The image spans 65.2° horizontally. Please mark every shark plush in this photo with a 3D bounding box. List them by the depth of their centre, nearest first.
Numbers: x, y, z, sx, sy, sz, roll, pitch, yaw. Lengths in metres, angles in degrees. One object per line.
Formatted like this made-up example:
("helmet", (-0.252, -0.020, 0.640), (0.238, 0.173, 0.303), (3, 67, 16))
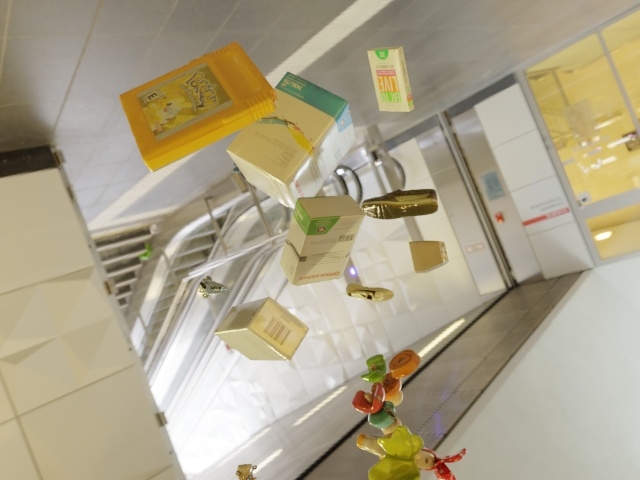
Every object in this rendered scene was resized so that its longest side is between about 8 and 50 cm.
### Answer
("shark plush", (-0.321, 0.132, 1.482), (0.067, 0.073, 0.161), (10, 162, 2))

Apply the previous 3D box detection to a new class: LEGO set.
("LEGO set", (0.169, 0.415, 1.236), (0.023, 0.083, 0.054), (-35, 164, 0))

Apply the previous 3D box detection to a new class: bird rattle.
("bird rattle", (0.203, 0.484, 1.150), (0.254, 0.143, 0.207), (17, 168, -38))

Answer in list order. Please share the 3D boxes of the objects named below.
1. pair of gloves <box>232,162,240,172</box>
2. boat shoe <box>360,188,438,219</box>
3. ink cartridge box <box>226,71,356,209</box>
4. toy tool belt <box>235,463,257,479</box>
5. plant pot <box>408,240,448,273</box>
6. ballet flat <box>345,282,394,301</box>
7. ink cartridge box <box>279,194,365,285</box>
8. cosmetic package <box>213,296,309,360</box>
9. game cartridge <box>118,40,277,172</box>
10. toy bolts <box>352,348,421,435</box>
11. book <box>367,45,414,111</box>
("pair of gloves", (-0.241, -0.312, 1.864), (0.198, 0.023, 0.159), (7, -118, 41))
("boat shoe", (0.230, -0.112, 1.457), (0.224, 0.073, 0.080), (-2, 147, 18))
("ink cartridge box", (-0.068, -0.252, 1.322), (0.270, 0.197, 0.198), (-54, 161, -11))
("toy tool belt", (-0.194, 0.619, 1.317), (0.052, 0.051, 0.083), (-9, 150, 7))
("plant pot", (0.373, 0.049, 1.696), (0.096, 0.108, 0.109), (-15, 170, 29))
("ballet flat", (0.168, 0.187, 1.707), (0.168, 0.057, 0.052), (9, -147, 1))
("ink cartridge box", (0.000, 0.000, 1.284), (0.160, 0.092, 0.219), (-6, 133, -30))
("cosmetic package", (-0.133, 0.195, 1.078), (0.085, 0.117, 0.231), (-55, -163, -25))
("game cartridge", (-0.287, -0.324, 1.160), (0.324, 0.285, 0.052), (-29, 143, -5))
("toy bolts", (0.219, 0.453, 1.465), (0.218, 0.158, 0.228), (-27, -166, 34))
("book", (0.166, -0.374, 1.161), (0.035, 0.144, 0.096), (-33, -148, -25))
